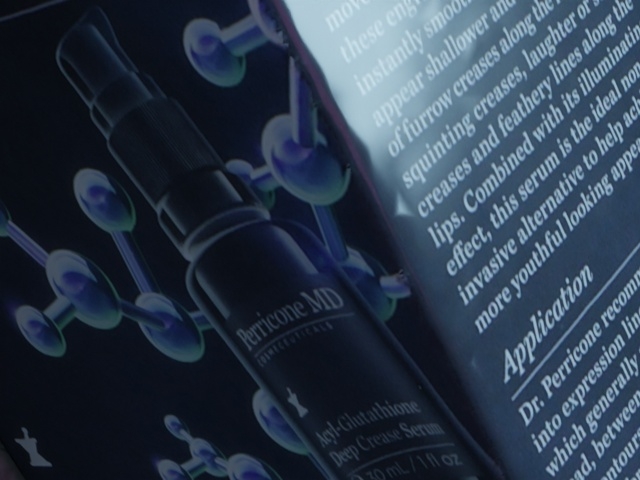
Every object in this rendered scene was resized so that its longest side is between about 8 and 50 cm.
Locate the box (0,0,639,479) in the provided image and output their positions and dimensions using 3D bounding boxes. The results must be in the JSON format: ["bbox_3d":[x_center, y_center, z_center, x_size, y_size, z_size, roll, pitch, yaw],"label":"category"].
[{"bbox_3d":[0.000,0.000,0.688,0.212,0.293,0.395,-44,115,-39],"label":"box"}]
